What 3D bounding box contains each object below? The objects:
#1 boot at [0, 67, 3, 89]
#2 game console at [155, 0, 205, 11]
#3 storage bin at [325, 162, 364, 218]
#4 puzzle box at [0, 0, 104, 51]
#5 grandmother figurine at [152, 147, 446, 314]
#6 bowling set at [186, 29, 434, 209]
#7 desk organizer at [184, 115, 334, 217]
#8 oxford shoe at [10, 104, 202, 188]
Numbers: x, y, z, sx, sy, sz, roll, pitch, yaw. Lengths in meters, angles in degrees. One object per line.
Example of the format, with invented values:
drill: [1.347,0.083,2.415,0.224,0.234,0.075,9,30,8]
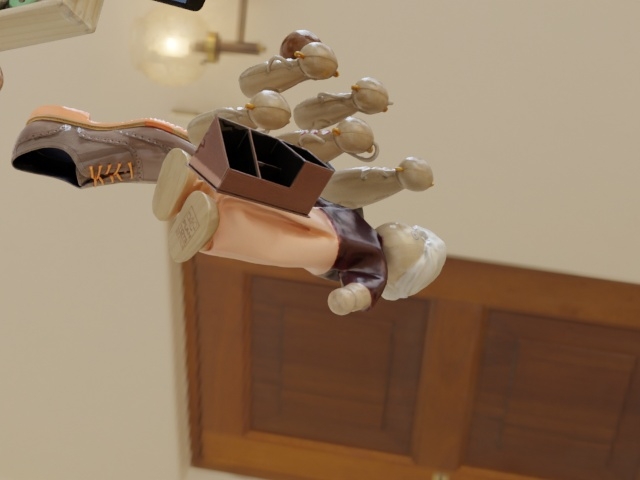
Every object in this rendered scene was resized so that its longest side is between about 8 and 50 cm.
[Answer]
boot: [-0.309,-0.108,0.907,0.087,0.042,0.118,-41,55,45]
game console: [-0.184,-0.340,1.333,0.107,0.122,0.071,-60,37,30]
storage bin: [-0.012,-0.054,1.540,0.180,0.084,0.122,50,162,40]
puzzle box: [-0.317,-0.381,1.114,0.052,0.272,0.409,44,-132,-52]
grandmother figurine: [0.000,0.000,1.097,0.104,0.342,0.208,-48,47,33]
bowling set: [-0.002,-0.165,1.157,0.287,0.154,0.200,19,-113,-47]
desk organizer: [-0.049,-0.062,0.898,0.130,0.047,0.050,14,-69,-53]
oxford shoe: [-0.349,-0.130,1.770,0.130,0.363,0.133,88,-165,-44]
